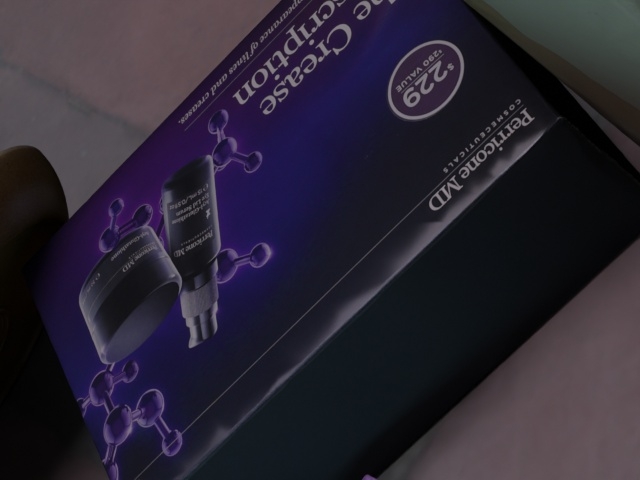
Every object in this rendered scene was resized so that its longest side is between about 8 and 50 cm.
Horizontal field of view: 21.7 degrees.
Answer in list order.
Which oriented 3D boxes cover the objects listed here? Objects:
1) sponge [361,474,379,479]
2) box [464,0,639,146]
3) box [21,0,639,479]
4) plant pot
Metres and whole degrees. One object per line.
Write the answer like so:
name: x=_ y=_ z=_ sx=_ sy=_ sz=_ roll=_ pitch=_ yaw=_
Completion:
sponge: x=0.066 y=0.180 z=0.669 sx=0.210 sy=0.031 sz=0.117 roll=17 pitch=78 yaw=50
box: x=0.126 y=-0.130 z=0.594 sx=0.121 sy=0.311 sz=0.148 roll=27 pitch=86 yaw=46
box: x=0.000 y=0.000 z=0.786 sx=0.261 sy=0.103 sz=0.184 roll=-45 pitch=49 yaw=13
plant pot: x=-0.194 y=0.061 z=0.864 sx=0.032 sy=0.236 sz=0.236 roll=28 pitch=87 yaw=7
